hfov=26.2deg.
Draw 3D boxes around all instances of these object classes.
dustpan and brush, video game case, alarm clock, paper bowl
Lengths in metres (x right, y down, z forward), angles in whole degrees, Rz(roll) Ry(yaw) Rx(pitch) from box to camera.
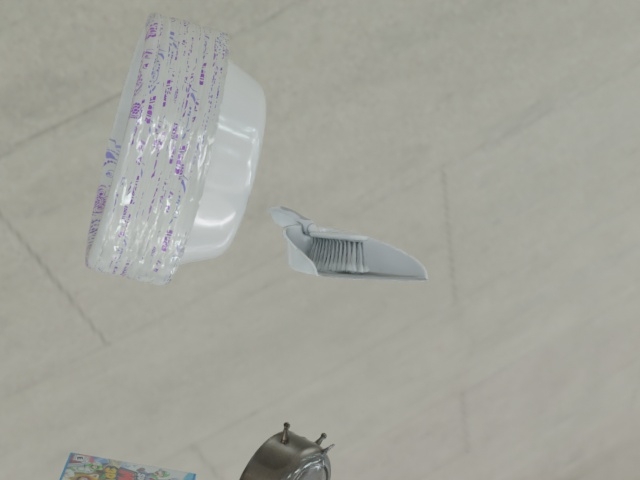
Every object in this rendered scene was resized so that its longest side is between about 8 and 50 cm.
[{"bbox_3d":[0.000,0.000,1.459,0.147,0.060,0.211,3,-176,-35],"label":"dustpan and brush"},{"bbox_3d":[-0.247,0.318,1.734,0.166,0.119,0.015,10,114,-1],"label":"video game case"},{"bbox_3d":[-0.048,0.301,1.539,0.192,0.064,0.129,-63,152,-1],"label":"alarm clock"},{"bbox_3d":[-0.150,-0.091,1.476,0.148,0.284,0.284,13,142,-11],"label":"paper bowl"}]
